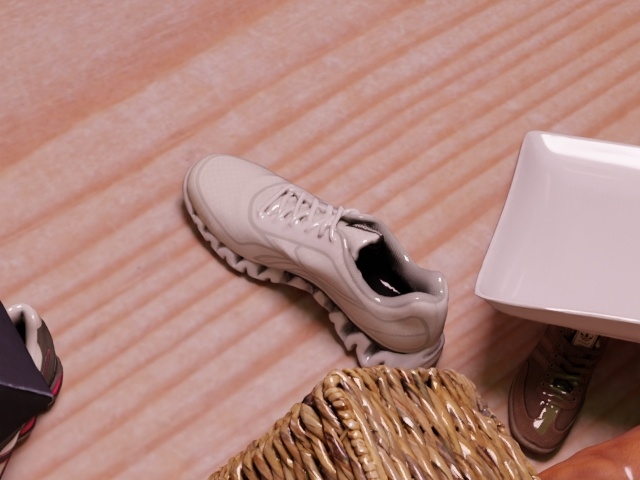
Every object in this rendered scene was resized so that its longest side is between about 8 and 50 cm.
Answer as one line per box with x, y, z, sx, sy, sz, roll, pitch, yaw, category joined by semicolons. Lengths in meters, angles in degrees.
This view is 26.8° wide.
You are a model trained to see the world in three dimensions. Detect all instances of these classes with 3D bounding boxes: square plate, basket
0.335;0.012;1.233;0.347;0.049;0.344;11;31;11;square plate
0.063;0.276;1.069;0.213;0.223;0.299;5;50;-45;basket

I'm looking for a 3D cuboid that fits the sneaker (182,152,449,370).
0.000;0.000;1.226;0.292;0.118;0.110;35;60;14;sneaker

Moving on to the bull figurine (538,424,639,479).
0.321;0.201;1.150;0.310;0.101;0.188;-25;29;-16;bull figurine

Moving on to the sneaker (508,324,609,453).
0.224;0.104;1.228;0.066;0.071;0.188;24;56;5;sneaker

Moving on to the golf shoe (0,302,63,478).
-0.294;0.169;1.058;0.105;0.120;0.272;21;57;1;golf shoe

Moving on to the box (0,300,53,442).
-0.406;0.079;0.982;0.296;0.183;0.294;-38;65;10;box
